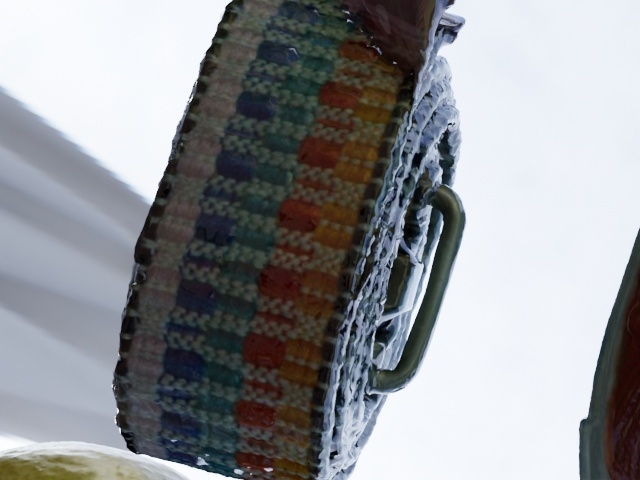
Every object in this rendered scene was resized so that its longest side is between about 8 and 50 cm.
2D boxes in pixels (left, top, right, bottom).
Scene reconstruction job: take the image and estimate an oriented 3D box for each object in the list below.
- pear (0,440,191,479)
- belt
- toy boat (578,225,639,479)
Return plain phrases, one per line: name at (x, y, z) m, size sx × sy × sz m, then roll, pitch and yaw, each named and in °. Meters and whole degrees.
pear at (-0.175, 0.273, 1.364) m, size 0.271 × 0.271 × 0.271 m, roll -26°, pitch -127°, yaw 39°
belt at (0.000, 0.000, 1.083) m, size 0.160 × 0.207 × 0.295 m, roll 15°, pitch -106°, yaw 12°
toy boat at (0.224, 0.040, 1.043) m, size 0.133 × 0.145 × 0.332 m, roll -130°, pitch -128°, yaw -69°
